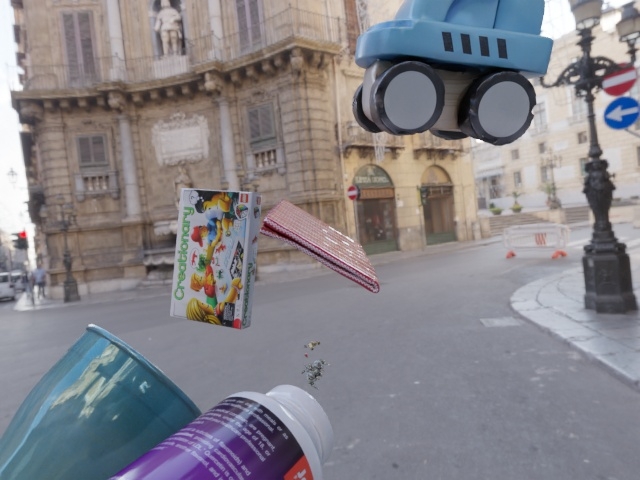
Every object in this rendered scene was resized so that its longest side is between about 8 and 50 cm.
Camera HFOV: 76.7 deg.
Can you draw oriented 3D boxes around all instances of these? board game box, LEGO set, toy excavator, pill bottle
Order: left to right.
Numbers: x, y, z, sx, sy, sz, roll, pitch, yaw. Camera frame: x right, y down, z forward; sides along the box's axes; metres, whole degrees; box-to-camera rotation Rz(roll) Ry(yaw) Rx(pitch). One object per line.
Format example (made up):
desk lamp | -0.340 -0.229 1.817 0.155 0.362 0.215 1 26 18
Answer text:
pill bottle | -0.120 0.297 0.453 0.181 0.182 0.322 -5 8 35
board game box | -0.242 0.037 0.937 0.192 0.306 0.053 5 1 19
LEGO set | -0.014 0.214 0.701 0.054 0.083 0.023 -32 -35 2
toy excavator | 0.281 -0.385 0.652 0.431 0.446 0.222 4 16 -5

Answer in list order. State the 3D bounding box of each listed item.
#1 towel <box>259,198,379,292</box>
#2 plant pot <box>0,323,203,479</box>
towel | 0.000 0.000 0.695 0.198 0.031 0.275 30 10 -5
plant pot | -0.383 0.326 0.671 0.271 0.272 0.255 -5 36 44
